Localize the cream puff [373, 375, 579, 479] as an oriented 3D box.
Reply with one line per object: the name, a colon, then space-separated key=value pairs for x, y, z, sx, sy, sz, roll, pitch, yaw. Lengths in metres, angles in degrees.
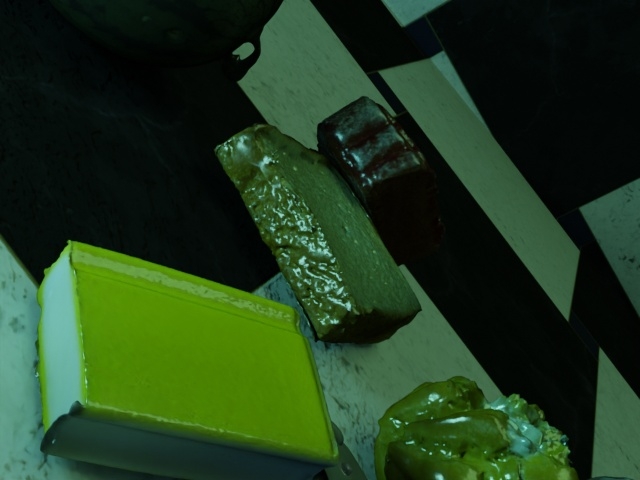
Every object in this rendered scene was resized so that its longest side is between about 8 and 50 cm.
cream puff: x=0.137 y=0.223 z=0.983 sx=0.194 sy=0.195 sz=0.221 roll=53 pitch=3 yaw=1

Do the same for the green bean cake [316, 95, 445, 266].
green bean cake: x=0.081 y=-0.076 z=1.323 sx=0.198 sy=0.097 sz=0.232 roll=55 pitch=-7 yaw=14

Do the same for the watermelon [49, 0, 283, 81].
watermelon: x=-0.172 y=-0.333 z=1.056 sx=0.359 sy=0.279 sz=0.279 roll=50 pitch=21 yaw=-9

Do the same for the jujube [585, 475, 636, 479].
jujube: x=0.322 y=0.392 z=1.028 sx=0.226 sy=0.226 sz=0.317 roll=46 pitch=17 yaw=-18

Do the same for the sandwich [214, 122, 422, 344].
sandwich: x=-0.001 y=0.000 z=1.148 sx=0.251 sy=0.087 sz=0.226 roll=61 pitch=20 yaw=17

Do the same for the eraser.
eraser: x=-0.099 y=0.098 z=0.746 sx=0.226 sy=0.069 sz=0.158 roll=21 pitch=34 yaw=-35

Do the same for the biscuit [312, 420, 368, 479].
biscuit: x=-0.003 y=0.218 z=0.851 sx=0.208 sy=0.049 sz=0.181 roll=48 pitch=22 yaw=-7
